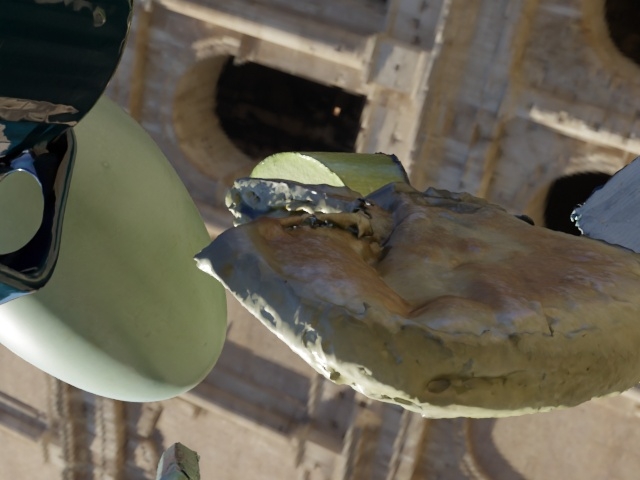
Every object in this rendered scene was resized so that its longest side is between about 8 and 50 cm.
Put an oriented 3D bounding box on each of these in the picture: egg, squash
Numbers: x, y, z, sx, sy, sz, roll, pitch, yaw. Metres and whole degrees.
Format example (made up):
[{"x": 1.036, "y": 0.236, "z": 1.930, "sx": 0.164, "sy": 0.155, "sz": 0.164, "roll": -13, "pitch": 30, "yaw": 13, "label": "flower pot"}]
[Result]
[{"x": -0.229, "y": -0.003, "z": 0.996, "sx": 0.371, "sy": 0.230, "sz": 0.230, "roll": 53, "pitch": -131, "yaw": -18, "label": "egg"}, {"x": 0.011, "y": 0.009, "z": 1.143, "sx": 0.133, "sy": 0.220, "sz": 0.220, "roll": 4, "pitch": -70, "yaw": -29, "label": "squash"}]

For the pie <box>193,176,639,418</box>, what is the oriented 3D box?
[{"x": 0.078, "y": 0.025, "z": 0.695, "sx": 0.337, "sy": 0.338, "sz": 0.075, "roll": -23, "pitch": -53, "yaw": -63, "label": "pie"}]

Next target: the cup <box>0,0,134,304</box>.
[{"x": -0.132, "y": -0.060, "z": 0.310, "sx": 0.155, "sy": 0.131, "sz": 0.176, "roll": -36, "pitch": -74, "yaw": -79, "label": "cup"}]

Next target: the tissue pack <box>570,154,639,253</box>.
[{"x": 0.461, "y": 0.069, "z": 1.023, "sx": 0.264, "sy": 0.253, "sz": 0.416, "roll": -38, "pitch": -52, "yaw": 8, "label": "tissue pack"}]

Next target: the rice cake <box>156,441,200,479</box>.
[{"x": -0.122, "y": 0.200, "z": 0.933, "sx": 0.033, "sy": 0.033, "sz": 0.207, "roll": -47, "pitch": 2, "yaw": -8, "label": "rice cake"}]
